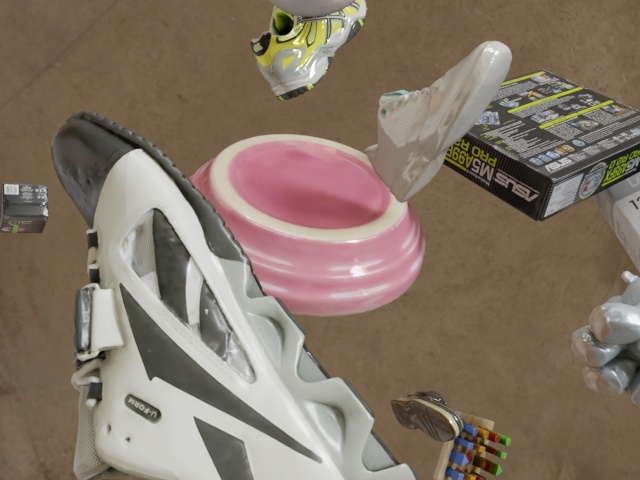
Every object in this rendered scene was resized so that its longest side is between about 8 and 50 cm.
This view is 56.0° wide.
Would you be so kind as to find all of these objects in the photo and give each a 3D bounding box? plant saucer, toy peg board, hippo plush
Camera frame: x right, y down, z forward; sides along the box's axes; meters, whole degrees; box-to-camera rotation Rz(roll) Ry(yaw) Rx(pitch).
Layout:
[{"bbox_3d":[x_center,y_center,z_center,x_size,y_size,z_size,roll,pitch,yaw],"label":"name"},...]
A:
[{"bbox_3d":[-0.019,-0.044,0.781,0.332,0.332,0.084,29,130,22],"label":"plant saucer"},{"bbox_3d":[0.356,0.490,1.376,0.079,0.160,0.161,10,77,49],"label":"toy peg board"},{"bbox_3d":[0.633,0.154,1.207,0.234,0.236,0.294,30,123,-3],"label":"hippo plush"}]

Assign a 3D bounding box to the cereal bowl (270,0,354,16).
[{"bbox_3d":[0.018,-0.575,1.070,0.141,0.339,0.339,19,105,36],"label":"cereal bowl"}]

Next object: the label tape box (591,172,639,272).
[{"bbox_3d":[0.537,-0.087,0.856,0.249,0.115,0.348,-26,55,14],"label":"label tape box"}]

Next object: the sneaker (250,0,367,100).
[{"bbox_3d":[-0.016,-0.475,1.303,0.145,0.385,0.147,-8,134,39],"label":"sneaker"}]

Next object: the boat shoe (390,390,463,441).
[{"bbox_3d":[0.140,0.216,0.768,0.056,0.049,0.152,65,160,-3],"label":"boat shoe"}]

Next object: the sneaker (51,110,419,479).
[{"bbox_3d":[-0.101,0.060,0.359,0.146,0.122,0.330,-35,70,-18],"label":"sneaker"}]

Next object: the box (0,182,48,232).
[{"bbox_3d":[-0.442,-0.046,0.894,0.083,0.062,0.052,-31,63,55],"label":"box"}]

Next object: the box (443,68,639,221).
[{"bbox_3d":[0.289,-0.139,0.792,0.216,0.270,0.060,40,139,37],"label":"box"}]

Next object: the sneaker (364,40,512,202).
[{"bbox_3d":[0.105,-0.132,0.623,0.094,0.080,0.212,48,140,12],"label":"sneaker"}]
